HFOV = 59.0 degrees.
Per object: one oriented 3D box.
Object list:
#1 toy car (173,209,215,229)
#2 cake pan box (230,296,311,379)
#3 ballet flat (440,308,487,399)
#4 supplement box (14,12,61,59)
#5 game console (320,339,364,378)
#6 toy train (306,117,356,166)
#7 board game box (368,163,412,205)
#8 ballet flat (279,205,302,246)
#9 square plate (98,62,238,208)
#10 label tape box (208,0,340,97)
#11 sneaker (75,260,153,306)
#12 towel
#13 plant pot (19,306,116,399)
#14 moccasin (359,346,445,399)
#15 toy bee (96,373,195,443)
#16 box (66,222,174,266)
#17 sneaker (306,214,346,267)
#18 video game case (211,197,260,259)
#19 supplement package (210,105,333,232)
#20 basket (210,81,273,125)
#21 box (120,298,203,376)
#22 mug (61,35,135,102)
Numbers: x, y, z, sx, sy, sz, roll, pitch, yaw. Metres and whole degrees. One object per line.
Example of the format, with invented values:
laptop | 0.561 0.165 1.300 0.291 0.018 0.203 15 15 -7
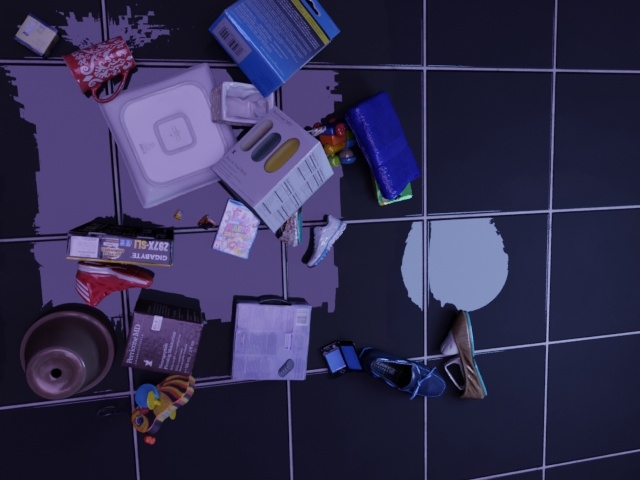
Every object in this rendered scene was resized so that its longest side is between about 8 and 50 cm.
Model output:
toy car | -0.381 -0.073 1.731 0.122 0.060 0.041 25 59 -23
cake pan box | -0.162 0.318 1.830 0.245 0.070 0.267 2 96 -17
ballet flat | 0.496 0.416 2.005 0.124 0.116 0.343 -14 105 7
supplement box | -0.781 -0.563 1.562 0.083 0.056 0.083 32 88 -16
game console | 0.073 0.403 1.899 0.107 0.071 0.122 -24 102 -11
toy train | 0.029 -0.290 1.739 0.248 0.105 0.144 -31 122 -48
board game box | 0.223 -0.255 1.874 0.124 0.039 0.260 -14 98 -13
ballet flat | -0.093 -0.101 1.791 0.077 0.091 0.241 4 92 11
square plate | -0.433 -0.313 1.689 0.343 0.049 0.348 -23 102 -11
label tape box | -0.126 -0.623 1.679 0.249 0.115 0.348 49 51 -15
sneaker | -0.620 0.139 1.691 0.221 0.087 0.128 15 102 -4
towel | 0.196 -0.298 1.771 0.227 0.076 0.308 -40 110 -49
plant pot | -0.725 0.341 1.603 0.262 0.229 0.263 -2 98 -15
moccasin | 0.285 0.476 1.939 0.341 0.117 0.138 19 92 -16
toy bee | -0.503 0.526 1.722 0.298 0.195 0.162 -39 61 14
box | -0.536 0.007 1.561 0.257 0.322 0.080 3 95 -16
sneaker | 0.000 0.000 1.838 0.083 0.071 0.191 36 79 -10
video game case | -0.261 -0.036 1.786 0.119 0.015 0.166 19 92 -16
supplement package | -0.136 -0.206 1.664 0.263 0.198 0.199 -45 67 -6
basket | -0.235 -0.398 1.677 0.167 0.103 0.114 -2 93 -33
box | -0.471 0.290 1.693 0.203 0.167 0.169 13 94 -16
mug | -0.615 -0.487 1.602 0.169 0.113 0.150 -30 137 -14
